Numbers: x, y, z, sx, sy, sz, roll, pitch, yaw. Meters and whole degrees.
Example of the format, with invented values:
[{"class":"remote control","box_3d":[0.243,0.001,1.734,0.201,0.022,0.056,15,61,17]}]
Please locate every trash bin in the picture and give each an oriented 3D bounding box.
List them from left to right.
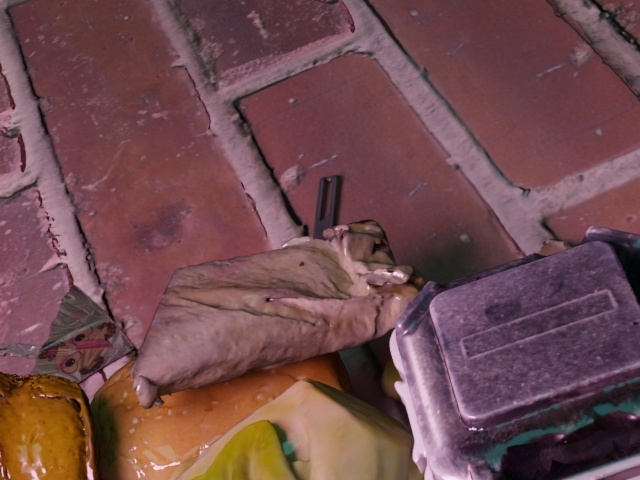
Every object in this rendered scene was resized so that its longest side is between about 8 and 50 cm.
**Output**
[{"class":"trash bin","box_3d":[0.228,0.214,1.404,0.256,0.367,0.296,-19,36,3]}]

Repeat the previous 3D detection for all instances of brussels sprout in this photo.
[{"class":"brussels sprout","box_3d":[-0.034,0.289,1.494,0.344,0.268,0.344,-14,62,27]}]

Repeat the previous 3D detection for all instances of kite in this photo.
[{"class":"kite","box_3d":[-0.336,0.132,2.033,0.250,0.012,0.229,-3,40,22]}]

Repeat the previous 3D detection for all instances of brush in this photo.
[{"class":"brush","box_3d":[0.000,0.000,2.031,0.062,0.027,0.266,-9,39,12]}]

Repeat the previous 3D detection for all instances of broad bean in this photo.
[{"class":"broad bean","box_3d":[0.099,0.136,1.815,0.063,0.045,0.083,6,53,31]}]

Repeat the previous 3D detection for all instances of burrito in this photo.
[{"class":"burrito","box_3d":[-0.059,0.070,1.702,0.348,0.107,0.175,-19,23,-24]}]

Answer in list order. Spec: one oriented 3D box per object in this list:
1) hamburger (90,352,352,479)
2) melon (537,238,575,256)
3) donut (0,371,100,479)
[{"class":"hamburger","box_3d":[-0.105,0.186,1.765,0.283,0.144,0.259,-24,38,-2]},{"class":"melon","box_3d":[0.253,0.055,1.854,0.098,0.054,0.182,-6,38,41]},{"class":"donut","box_3d":[-0.271,0.256,1.672,0.107,0.272,0.272,-7,37,-12]}]
